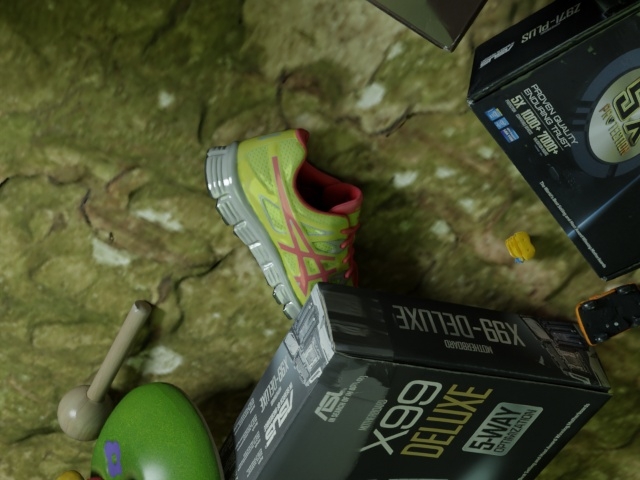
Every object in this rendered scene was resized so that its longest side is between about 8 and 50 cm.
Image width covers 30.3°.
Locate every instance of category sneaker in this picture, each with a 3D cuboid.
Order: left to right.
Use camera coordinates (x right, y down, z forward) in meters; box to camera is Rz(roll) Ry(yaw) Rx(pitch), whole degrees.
[{"bbox_3d":[0.000,0.000,0.911,0.094,0.081,0.208,-25,123,16],"label":"sneaker"}]

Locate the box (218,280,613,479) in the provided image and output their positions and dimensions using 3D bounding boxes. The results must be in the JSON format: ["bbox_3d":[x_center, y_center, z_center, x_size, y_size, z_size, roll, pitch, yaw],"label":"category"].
[{"bbox_3d":[0.054,0.175,0.979,0.243,0.076,0.307,11,132,-23],"label":"box"}]

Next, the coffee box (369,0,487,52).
[{"bbox_3d":[-0.010,-0.257,0.656,0.297,0.119,0.168,31,102,-11],"label":"coffee box"}]

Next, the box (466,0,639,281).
[{"bbox_3d":[0.210,-0.081,0.796,0.147,0.077,0.180,-27,116,29],"label":"box"}]

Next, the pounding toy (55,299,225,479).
[{"bbox_3d":[-0.180,0.195,1.000,0.110,0.237,0.183,-5,142,-35],"label":"pounding toy"}]

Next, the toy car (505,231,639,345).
[{"bbox_3d":[0.199,0.028,0.922,0.122,0.060,0.040,51,167,-5],"label":"toy car"}]
